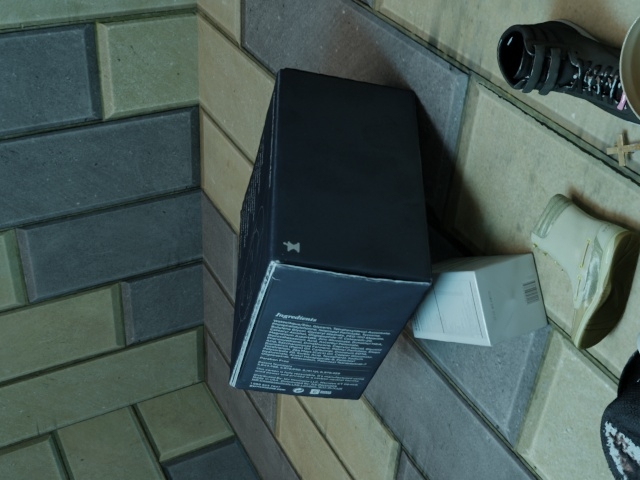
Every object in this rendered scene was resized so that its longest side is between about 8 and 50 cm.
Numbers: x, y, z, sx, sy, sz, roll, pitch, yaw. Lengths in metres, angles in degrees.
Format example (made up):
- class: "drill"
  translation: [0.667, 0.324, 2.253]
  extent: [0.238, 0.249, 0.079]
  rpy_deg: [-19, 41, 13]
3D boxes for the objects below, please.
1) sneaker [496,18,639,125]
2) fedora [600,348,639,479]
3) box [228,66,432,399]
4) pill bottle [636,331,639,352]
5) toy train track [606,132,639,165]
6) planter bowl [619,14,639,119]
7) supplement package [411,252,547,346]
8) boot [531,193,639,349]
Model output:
- class: "sneaker"
  translation: [0.364, -0.225, 1.115]
  extent: [0.296, 0.146, 0.105]
  rpy_deg: [47, 141, 43]
- class: "fedora"
  translation: [0.506, 0.302, 1.101]
  extent: [0.334, 0.152, 0.334]
  rpy_deg: [42, 139, 50]
- class: "box"
  translation: [0.000, 0.000, 1.622]
  extent: [0.472, 0.297, 0.480]
  rpy_deg: [110, 164, -52]
- class: "pill bottle"
  translation: [0.496, 0.049, 0.873]
  extent: [0.301, 0.169, 0.169]
  rpy_deg: [-57, 50, 33]
- class: "toy train track"
  translation: [0.449, -0.133, 1.146]
  extent: [0.083, 0.014, 0.048]
  rpy_deg: [-2, 95, 58]
- class: "planter bowl"
  translation: [0.462, -0.215, 0.963]
  extent: [0.162, 0.109, 0.162]
  rpy_deg: [41, 139, 49]
- class: "supplement package"
  translation: [0.277, 0.106, 1.483]
  extent: [0.244, 0.133, 0.139]
  rpy_deg: [-5, 99, 64]
- class: "boot"
  translation: [0.402, 0.049, 1.266]
  extent: [0.165, 0.077, 0.213]
  rpy_deg: [42, 134, 48]
